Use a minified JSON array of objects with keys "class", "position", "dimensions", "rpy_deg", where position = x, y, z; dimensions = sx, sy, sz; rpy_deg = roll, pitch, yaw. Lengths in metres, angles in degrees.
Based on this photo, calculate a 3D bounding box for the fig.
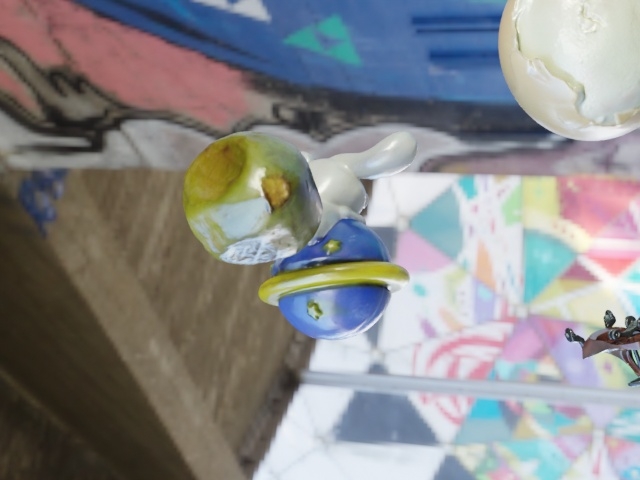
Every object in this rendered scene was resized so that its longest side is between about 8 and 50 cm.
[{"class":"fig","position":[-0.071,-0.047,1.517],"dimensions":[0.144,0.154,0.165],"rpy_deg":[-51,1,-20]}]

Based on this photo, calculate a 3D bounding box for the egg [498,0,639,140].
[{"class":"egg","position":[0.295,-0.208,1.543],"dimensions":[0.244,0.201,0.201],"rpy_deg":[51,-135,-75]}]

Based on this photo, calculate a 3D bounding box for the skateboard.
[{"class":"skateboard","position":[0.356,0.131,1.678],"dimensions":[0.151,0.067,0.080],"rpy_deg":[177,71,-76]}]

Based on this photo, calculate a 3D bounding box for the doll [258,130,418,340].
[{"class":"doll","position":[-0.029,0.008,1.762],"dimensions":[0.159,0.311,0.242],"rpy_deg":[-6,-93,-54]}]
